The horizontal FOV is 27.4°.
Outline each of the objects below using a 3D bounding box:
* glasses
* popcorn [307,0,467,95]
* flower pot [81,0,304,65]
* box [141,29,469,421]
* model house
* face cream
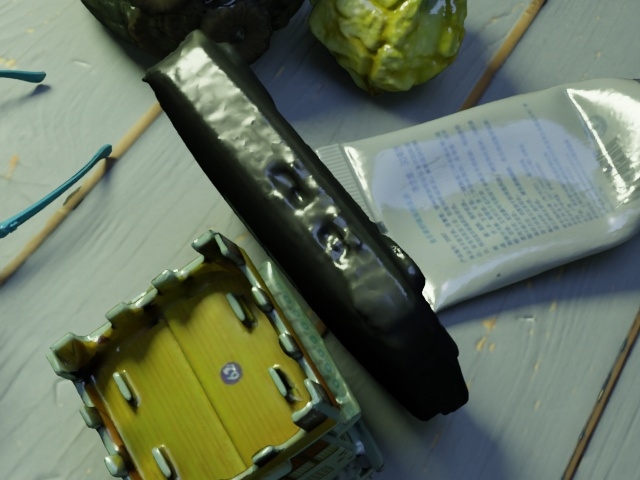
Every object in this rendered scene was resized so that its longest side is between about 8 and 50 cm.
[{"bbox_3d":[-0.330,-0.083,1.326,0.189,0.088,0.220,44,35,16],"label":"glasses"},{"bbox_3d":[0.079,-0.267,1.514,0.187,0.167,0.185,41,17,-30],"label":"popcorn"},{"bbox_3d":[-0.137,-0.339,1.419,0.301,0.213,0.302,-3,56,4],"label":"flower pot"},{"bbox_3d":[0.000,0.000,1.181,0.091,0.359,0.350,-39,71,-2],"label":"box"},{"bbox_3d":[-0.081,0.138,1.135,0.198,0.215,0.224,-37,67,6],"label":"model house"},{"bbox_3d":[0.230,-0.069,1.456,0.420,0.137,0.235,-17,63,-18],"label":"face cream"}]
